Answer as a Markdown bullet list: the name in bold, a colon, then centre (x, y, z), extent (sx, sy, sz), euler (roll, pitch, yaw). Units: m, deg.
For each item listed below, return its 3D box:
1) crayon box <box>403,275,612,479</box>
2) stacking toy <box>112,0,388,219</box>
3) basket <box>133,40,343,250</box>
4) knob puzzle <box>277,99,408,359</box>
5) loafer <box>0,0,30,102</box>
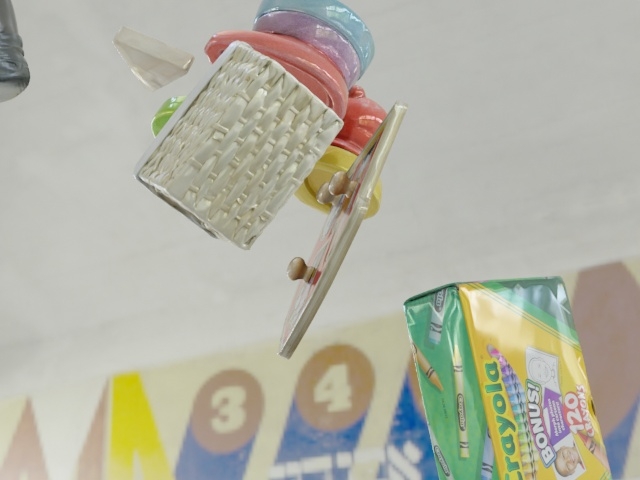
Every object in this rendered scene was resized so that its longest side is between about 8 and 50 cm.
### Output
- **crayon box**: centre (0.191, 0.180, 1.101), extent (0.165, 0.278, 0.081), euler (-1, -15, -41)
- **stacking toy**: centre (-0.056, -0.173, 1.245), extent (0.280, 0.130, 0.309), euler (14, -26, 19)
- **basket**: centre (-0.074, -0.087, 1.032), extent (0.113, 0.167, 0.103), euler (38, -4, -25)
- **knob puzzle**: centre (0.000, 0.000, 0.874), extent (0.030, 0.213, 0.213), euler (25, -31, -5)
- **loafer**: centre (-0.212, -0.084, 0.466), extent (0.170, 0.061, 0.062), euler (-8, -4, -20)
